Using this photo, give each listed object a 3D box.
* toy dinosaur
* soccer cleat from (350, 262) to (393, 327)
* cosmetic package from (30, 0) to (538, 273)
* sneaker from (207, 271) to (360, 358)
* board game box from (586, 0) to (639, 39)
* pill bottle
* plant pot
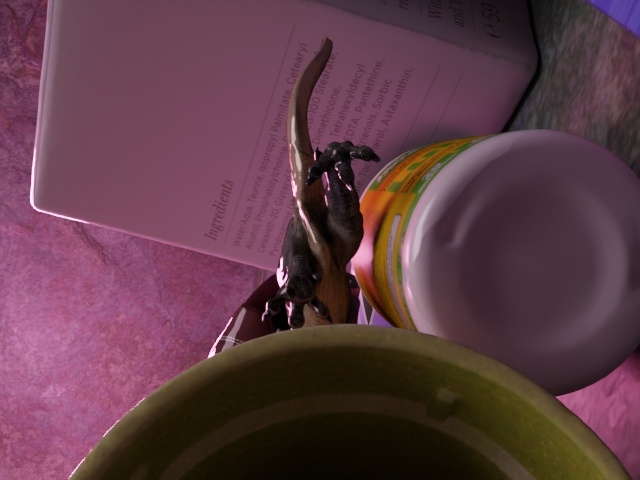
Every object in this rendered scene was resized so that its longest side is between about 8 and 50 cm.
[{"bbox_3d":[0.000,0.000,0.517,0.118,0.064,0.268,98,169,-86],"label":"toy dinosaur"},{"bbox_3d":[0.068,0.066,0.803,0.116,0.109,0.318,60,136,46],"label":"soccer cleat"},{"bbox_3d":[-0.043,-0.195,0.904,0.327,0.394,0.329,114,167,-45],"label":"cosmetic package"},{"bbox_3d":[0.015,0.110,0.667,0.281,0.106,0.162,27,-99,-56],"label":"sneaker"},{"bbox_3d":[0.220,-0.270,0.461,0.318,0.066,0.318,-94,21,-65],"label":"board game box"},{"bbox_3d":[0.093,0.005,0.561,0.246,0.136,0.136,-154,79,-81],"label":"pill bottle"},{"bbox_3d":[0.008,0.214,0.458,0.254,0.276,0.276,98,-177,-65],"label":"plant pot"}]
